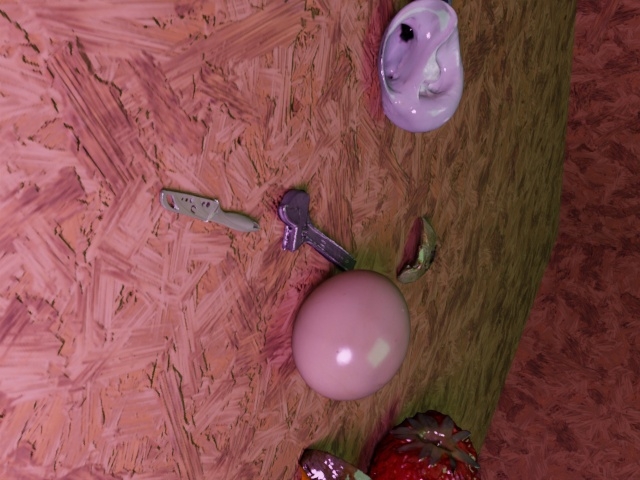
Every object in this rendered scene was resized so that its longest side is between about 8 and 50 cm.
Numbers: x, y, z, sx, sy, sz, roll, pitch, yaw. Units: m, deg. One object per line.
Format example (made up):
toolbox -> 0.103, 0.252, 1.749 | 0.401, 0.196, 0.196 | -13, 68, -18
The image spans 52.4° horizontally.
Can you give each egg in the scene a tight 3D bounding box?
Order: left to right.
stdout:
egg -> 0.053, 0.147, 1.048 | 0.242, 0.185, 0.186 | -50, 145, -50

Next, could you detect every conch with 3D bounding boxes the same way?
conch -> 0.163, -0.295, 1.106 | 0.184, 0.120, 0.221 | -23, 119, -43

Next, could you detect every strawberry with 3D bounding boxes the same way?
strawberry -> 0.247, 0.604, 1.574 | 0.291, 0.291, 0.310 | -28, 121, -56

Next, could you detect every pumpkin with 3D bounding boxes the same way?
pumpkin -> 0.028, 0.527, 1.250 | 0.254, 0.149, 0.130 | 80, 28, -42

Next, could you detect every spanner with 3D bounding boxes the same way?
spanner -> 0.000, 0.000, 1.053 | 0.325, 0.026, 0.093 | 38, 68, -63

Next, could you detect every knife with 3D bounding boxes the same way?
knife -> -0.128, -0.034, 0.793 | 0.207, 0.014, 0.030 | 17, 90, -63

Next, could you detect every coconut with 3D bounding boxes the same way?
coconut -> 0.234, 0.030, 1.489 | 0.133, 0.055, 0.158 | 21, 86, -62

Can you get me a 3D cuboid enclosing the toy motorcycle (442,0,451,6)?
toy motorcycle -> 0.206, -0.392, 1.204 | 0.114, 0.076, 0.205 | -56, 149, -47
